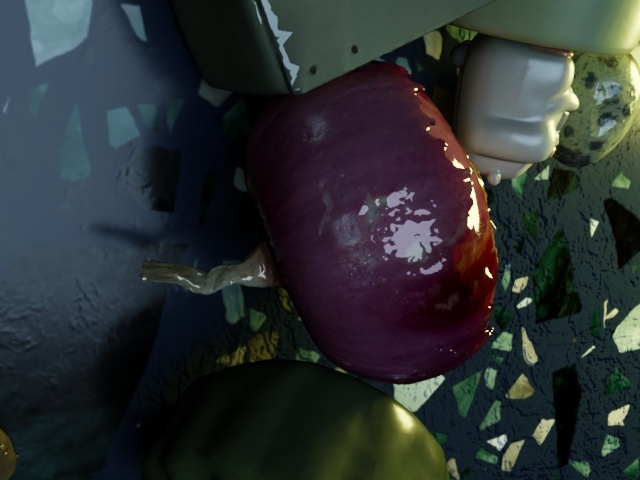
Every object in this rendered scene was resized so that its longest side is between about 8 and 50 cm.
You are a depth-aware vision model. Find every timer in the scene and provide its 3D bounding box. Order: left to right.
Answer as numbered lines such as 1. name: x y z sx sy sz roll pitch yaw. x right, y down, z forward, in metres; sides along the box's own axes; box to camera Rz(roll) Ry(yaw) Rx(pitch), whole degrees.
1. timer: 0.247 -0.226 1.017 0.291 0.291 0.315 -2 113 -28

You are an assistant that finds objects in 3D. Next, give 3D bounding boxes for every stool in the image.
1. stool: -0.001 -0.282 0.869 0.270 0.244 0.170 -29 114 -19

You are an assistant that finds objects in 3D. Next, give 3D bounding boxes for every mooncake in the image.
1. mooncake: -0.023 0.295 0.948 0.351 0.351 0.187 53 44 -27

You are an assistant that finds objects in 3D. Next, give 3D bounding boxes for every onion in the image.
1. onion: 0.037 -0.010 0.917 0.345 0.358 0.358 -23 120 26

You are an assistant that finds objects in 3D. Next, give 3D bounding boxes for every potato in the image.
1. potato: -0.363 0.232 0.916 0.037 0.036 0.093 -35 115 -13

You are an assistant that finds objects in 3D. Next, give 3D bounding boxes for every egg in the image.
1. egg: 0.367 -0.190 1.149 0.141 0.141 0.181 0 111 -28
